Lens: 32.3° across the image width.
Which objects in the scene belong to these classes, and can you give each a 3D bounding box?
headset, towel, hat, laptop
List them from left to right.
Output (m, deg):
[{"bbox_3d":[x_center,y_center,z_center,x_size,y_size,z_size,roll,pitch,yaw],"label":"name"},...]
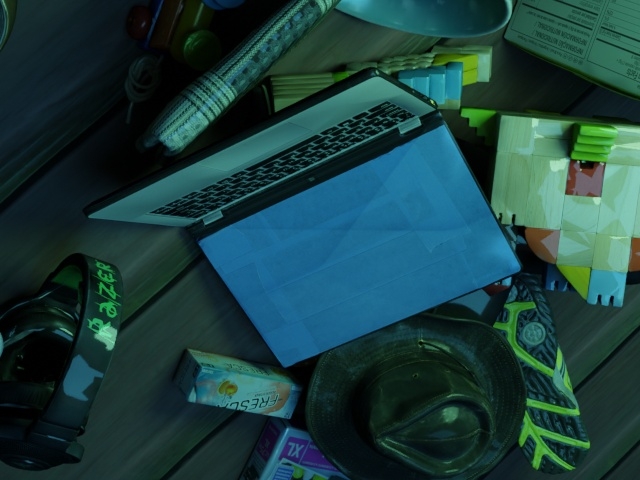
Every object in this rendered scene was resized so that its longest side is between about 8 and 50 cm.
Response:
[{"bbox_3d":[-0.377,0.176,1.357,0.185,0.243,0.394,21,125,-26],"label":"headset"},{"bbox_3d":[-0.089,-0.209,1.292,0.312,0.324,0.056,-45,96,-8],"label":"towel"},{"bbox_3d":[0.000,0.000,1.370,0.382,0.236,0.408,-24,170,18],"label":"laptop"},{"bbox_3d":[0.145,0.260,1.573,0.331,0.134,0.331,-2,110,-4],"label":"hat"}]

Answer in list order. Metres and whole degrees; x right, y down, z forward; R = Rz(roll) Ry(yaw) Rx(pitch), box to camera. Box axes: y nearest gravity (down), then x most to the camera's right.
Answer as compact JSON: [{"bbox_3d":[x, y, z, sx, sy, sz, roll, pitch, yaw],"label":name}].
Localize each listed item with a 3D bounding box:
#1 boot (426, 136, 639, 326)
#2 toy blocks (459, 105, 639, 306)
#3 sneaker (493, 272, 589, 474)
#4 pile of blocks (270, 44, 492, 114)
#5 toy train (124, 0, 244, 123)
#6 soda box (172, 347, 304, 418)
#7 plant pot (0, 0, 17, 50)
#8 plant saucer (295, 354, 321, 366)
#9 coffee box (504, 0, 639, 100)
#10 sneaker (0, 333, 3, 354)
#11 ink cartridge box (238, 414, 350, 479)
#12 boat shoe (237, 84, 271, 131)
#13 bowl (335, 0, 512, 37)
[{"bbox_3d":[0.249,0.125,1.664,0.367,0.146,0.445,28,95,1],"label":"boot"},{"bbox_3d":[0.368,-0.033,1.503,0.381,0.191,0.261,5,102,2],"label":"toy blocks"},{"bbox_3d":[0.328,0.194,1.823,0.145,0.147,0.385,-16,104,6],"label":"sneaker"},{"bbox_3d":[0.094,-0.176,1.494,0.362,0.149,0.113,-15,119,-24],"label":"pile of blocks"},{"bbox_3d":[-0.164,-0.233,1.322,0.105,0.143,0.248,13,106,-33],"label":"toy train"},{"bbox_3d":[-0.118,0.210,1.610,0.183,0.063,0.058,16,104,-34],"label":"soda box"},{"bbox_3d":[-0.399,-0.248,1.129,0.215,0.230,0.215,-13,119,-24],"label":"plant pot"},{"bbox_3d":[-0.023,0.151,1.667,0.083,0.013,0.083,-12,118,-24],"label":"plant saucer"},{"bbox_3d":[0.528,-0.352,1.537,0.337,0.338,0.334,10,108,-32],"label":"coffee box"},{"bbox_3d":[-0.492,0.167,1.314,0.268,0.101,0.153,-24,168,-3],"label":"sneaker"},{"bbox_3d":[-0.057,0.431,1.754,0.186,0.065,0.311,19,104,-34],"label":"ink cartridge box"},{"bbox_3d":[-0.088,-0.140,1.468,0.042,0.049,0.133,-2,112,-16],"label":"boat shoe"},{"bbox_3d":[0.101,-0.384,1.335,0.311,0.311,0.163,22,82,-35],"label":"bowl"}]
